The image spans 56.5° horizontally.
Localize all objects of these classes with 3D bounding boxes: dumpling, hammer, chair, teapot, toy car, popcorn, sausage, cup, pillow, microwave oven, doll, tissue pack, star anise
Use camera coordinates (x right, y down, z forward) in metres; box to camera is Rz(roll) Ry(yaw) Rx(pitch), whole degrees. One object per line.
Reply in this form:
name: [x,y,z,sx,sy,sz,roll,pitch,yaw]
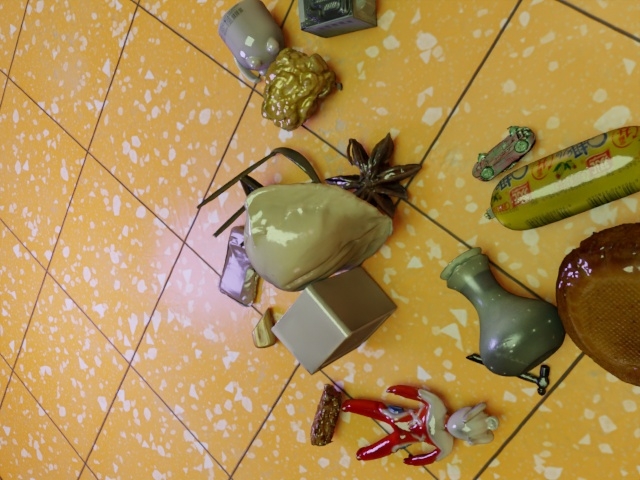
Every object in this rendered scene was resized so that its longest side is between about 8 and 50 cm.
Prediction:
dumpling: [0.000,0.000,1.290,0.316,0.395,0.233,-3,60,8]
hammer: [0.397,0.270,1.267,0.178,0.021,0.065,16,105,33]
chair: [-0.135,-0.086,1.483,0.188,0.166,0.272,40,74,22]
teapot: [0.356,0.137,1.191,0.183,0.183,0.251,-49,60,28]
toy car: [0.369,-0.170,1.198,0.055,0.069,0.142,36,122,-20]
popcorn: [-0.067,-0.361,1.397,0.163,0.140,0.194,49,123,-2]
sausage: [0.465,-0.109,1.106,0.347,0.123,0.123,-23,84,32]
cup: [-0.169,-0.473,1.456,0.173,0.134,0.142,-40,77,29]
pillow: [-0.213,0.069,1.620,0.135,0.034,0.211,27,109,31]
microwave oven: [0.034,-0.575,1.318,0.162,0.122,0.208,-1,96,34]
doll: [0.223,0.422,1.359,0.384,0.099,0.188,-15,90,40]
tissue pack: [0.038,0.176,1.346,0.136,0.246,0.159,48,118,17]
star anise: [0.112,-0.130,1.355,0.229,0.093,0.236,12,107,25]

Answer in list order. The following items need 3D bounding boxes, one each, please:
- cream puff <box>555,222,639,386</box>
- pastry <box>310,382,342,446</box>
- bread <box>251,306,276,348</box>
cream puff: [0.565,0.104,1.020,0.303,0.212,0.303,22,126,33]
pastry: [0.019,0.438,1.495,0.063,0.087,0.169,14,107,-4]
bread: [-0.155,0.235,1.592,0.062,0.049,0.103,-14,87,5]
